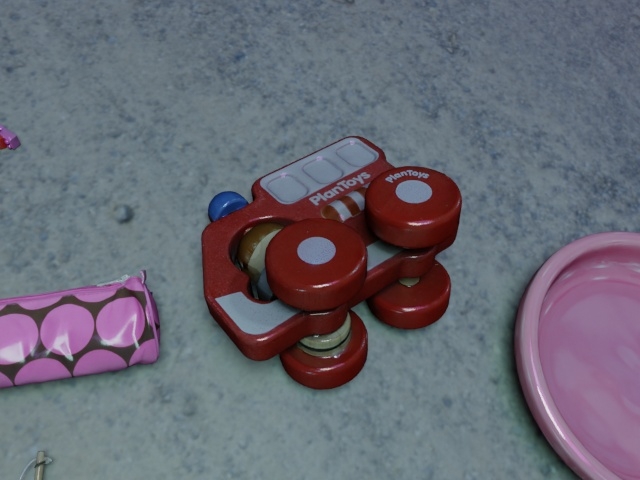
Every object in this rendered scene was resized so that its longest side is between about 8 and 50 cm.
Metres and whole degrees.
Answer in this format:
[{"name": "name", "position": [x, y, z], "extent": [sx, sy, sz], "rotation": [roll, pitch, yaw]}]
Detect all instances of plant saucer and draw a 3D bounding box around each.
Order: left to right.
[{"name": "plant saucer", "position": [0.377, 0.152, 0.723], "extent": [0.333, 0.084, 0.331], "rotation": [5, 63, -9]}]

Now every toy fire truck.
[{"name": "toy fire truck", "position": [0.000, 0.000, 0.702], "extent": [0.302, 0.169, 0.254], "rotation": [-29, 48, -23]}]

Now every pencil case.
[{"name": "pencil case", "position": [-0.272, 0.092, 0.626], "extent": [0.210, 0.095, 0.098], "rotation": [-8, 101, -17]}]

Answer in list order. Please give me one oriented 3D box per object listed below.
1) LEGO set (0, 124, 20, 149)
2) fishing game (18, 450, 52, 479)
[{"name": "LEGO set", "position": [-0.483, -0.165, 0.716], "extent": [0.227, 0.087, 0.093], "rotation": [32, 62, 7]}, {"name": "fishing game", "position": [-0.388, 0.273, 0.542], "extent": [0.264, 0.041, 0.189], "rotation": [3, 64, -6]}]
